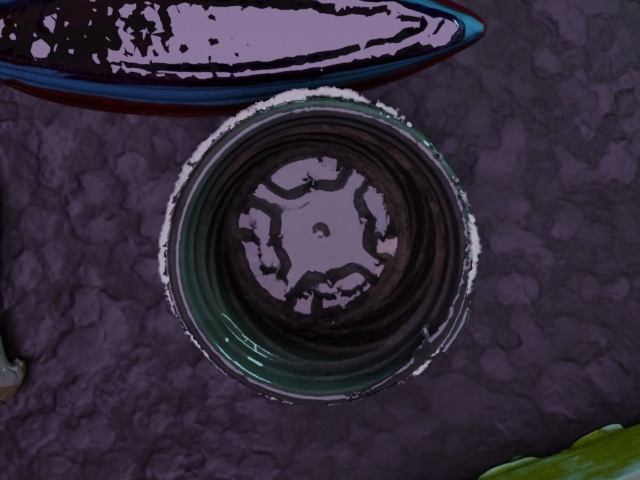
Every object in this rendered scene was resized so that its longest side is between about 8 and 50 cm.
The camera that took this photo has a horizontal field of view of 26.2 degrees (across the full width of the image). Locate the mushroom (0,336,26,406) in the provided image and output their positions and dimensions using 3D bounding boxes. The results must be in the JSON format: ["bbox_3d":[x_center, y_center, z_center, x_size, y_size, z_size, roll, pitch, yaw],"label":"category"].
[{"bbox_3d":[-0.301,0.033,1.084,0.116,0.093,0.225,-10,92,-18],"label":"mushroom"}]

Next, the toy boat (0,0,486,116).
[{"bbox_3d":[-0.067,-0.162,1.064,0.392,0.079,0.136,0,99,5],"label":"toy boat"}]

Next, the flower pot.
[{"bbox_3d":[0.000,0.000,1.046,0.235,0.140,0.235,0,99,1],"label":"flower pot"}]

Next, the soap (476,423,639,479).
[{"bbox_3d":[0.239,0.326,1.078,0.293,0.156,0.335,-18,95,4],"label":"soap"}]
